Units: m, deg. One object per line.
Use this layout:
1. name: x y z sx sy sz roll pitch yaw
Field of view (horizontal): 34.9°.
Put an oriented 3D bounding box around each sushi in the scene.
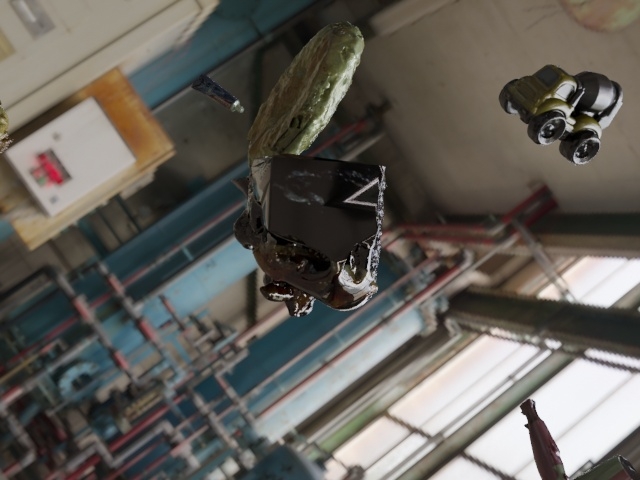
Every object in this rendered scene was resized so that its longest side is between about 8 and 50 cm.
1. sushi: 0.000 0.000 1.412 0.227 0.215 0.212 167 -75 -71

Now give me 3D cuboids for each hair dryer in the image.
1. hair dryer: 0.238 0.218 1.013 0.054 0.106 0.154 29 21 -42

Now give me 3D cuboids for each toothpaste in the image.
1. toothpaste: -0.141 -0.201 1.412 0.083 0.027 0.019 35 6 14

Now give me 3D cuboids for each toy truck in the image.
1. toy truck: 0.460 -0.260 1.916 0.224 0.165 0.147 19 28 -41

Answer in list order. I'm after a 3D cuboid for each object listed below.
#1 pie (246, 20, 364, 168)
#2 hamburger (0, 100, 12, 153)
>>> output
1. pie: -0.027 -0.233 1.682 0.071 0.306 0.306 28 -5 -18
2. hamburger: -0.510 -0.130 1.304 0.206 0.183 0.130 26 -47 20
